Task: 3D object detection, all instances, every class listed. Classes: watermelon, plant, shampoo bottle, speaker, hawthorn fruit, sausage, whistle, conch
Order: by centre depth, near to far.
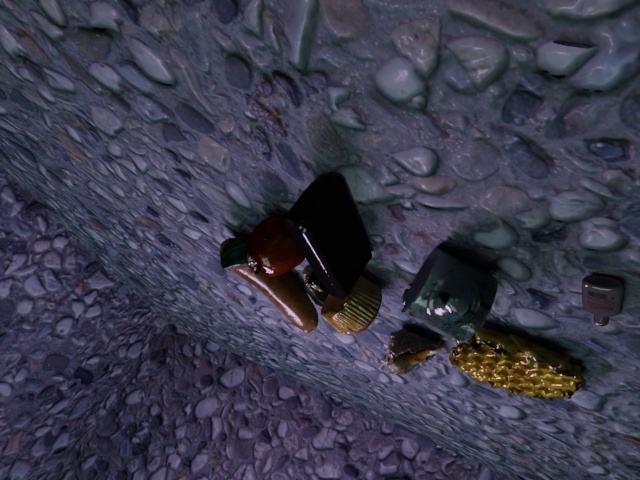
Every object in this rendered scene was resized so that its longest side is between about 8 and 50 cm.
[{"bbox_3d":[0.629,0.138,1.051,0.080,0.040,0.165,8,146,35],"label":"shampoo bottle"},{"bbox_3d":[0.313,0.169,1.254,0.168,0.188,0.405,27,154,4],"label":"whistle"},{"bbox_3d":[0.000,0.000,1.295,0.184,0.180,0.388,18,152,33],"label":"speaker"},{"bbox_3d":[-0.142,0.028,1.449,0.185,0.202,0.185,27,148,19],"label":"hawthorn fruit"},{"bbox_3d":[-0.234,0.043,1.578,0.231,0.146,0.128,-10,98,16],"label":"watermelon"},{"bbox_3d":[0.005,0.117,1.621,0.116,0.104,0.122,8,139,-40],"label":"plant"},{"bbox_3d":[0.320,0.393,1.676,0.245,0.178,0.163,-19,88,23],"label":"conch"},{"bbox_3d":[-0.176,0.165,1.787,0.501,0.136,0.123,43,168,-19],"label":"sausage"}]

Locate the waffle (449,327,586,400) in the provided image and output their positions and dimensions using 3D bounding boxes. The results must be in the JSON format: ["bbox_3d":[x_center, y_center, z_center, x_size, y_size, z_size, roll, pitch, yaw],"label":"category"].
[{"bbox_3d":[0.600,0.394,1.469,0.382,0.095,0.380,17,151,18],"label":"waffle"}]

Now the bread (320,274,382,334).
[{"bbox_3d":[0.105,0.213,1.550,0.133,0.179,0.250,30,154,-11],"label":"bread"}]

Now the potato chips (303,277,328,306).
[{"bbox_3d":[-0.007,0.199,1.761,0.167,0.059,0.228,38,168,3],"label":"potato chips"}]
